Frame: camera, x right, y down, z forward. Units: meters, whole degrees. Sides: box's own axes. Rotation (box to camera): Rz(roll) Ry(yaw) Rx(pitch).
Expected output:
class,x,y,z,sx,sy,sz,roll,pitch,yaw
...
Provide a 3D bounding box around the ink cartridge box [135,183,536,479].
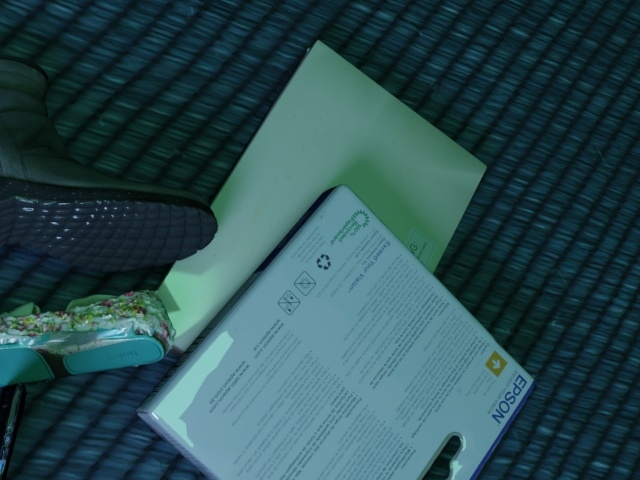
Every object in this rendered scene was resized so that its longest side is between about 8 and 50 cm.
class,x,y,z,sx,sy,sz,roll,pitch,yaw
ink cartridge box,0.030,0.166,0.968,0.330,0.071,0.324,46,67,-12

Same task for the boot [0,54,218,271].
class,x,y,z,sx,sy,sz,roll,pitch,yaw
boot,-0.274,-0.093,0.905,0.338,0.118,0.223,7,50,-30

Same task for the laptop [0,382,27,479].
class,x,y,z,sx,sy,sz,roll,pitch,yaw
laptop,-0.354,0.243,0.758,0.136,0.234,0.264,15,75,-20

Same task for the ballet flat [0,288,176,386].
class,x,y,z,sx,sy,sz,roll,pitch,yaw
ballet flat,-0.265,0.096,0.901,0.241,0.091,0.077,-6,49,-4

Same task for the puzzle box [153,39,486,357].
class,x,y,z,sx,sy,sz,roll,pitch,yaw
puzzle box,0.000,0.000,1.052,0.272,0.052,0.409,35,69,-13
